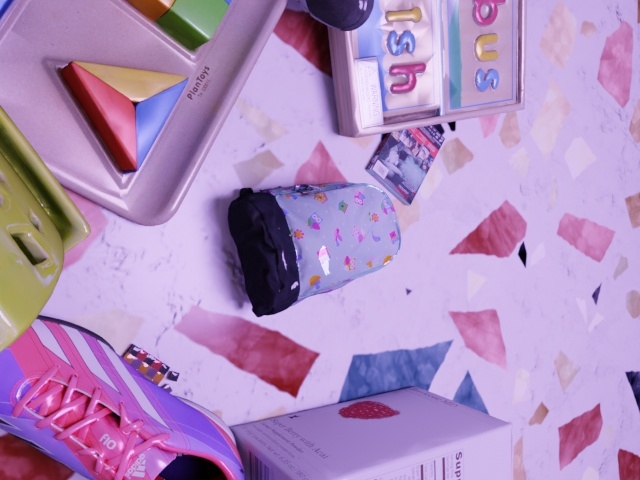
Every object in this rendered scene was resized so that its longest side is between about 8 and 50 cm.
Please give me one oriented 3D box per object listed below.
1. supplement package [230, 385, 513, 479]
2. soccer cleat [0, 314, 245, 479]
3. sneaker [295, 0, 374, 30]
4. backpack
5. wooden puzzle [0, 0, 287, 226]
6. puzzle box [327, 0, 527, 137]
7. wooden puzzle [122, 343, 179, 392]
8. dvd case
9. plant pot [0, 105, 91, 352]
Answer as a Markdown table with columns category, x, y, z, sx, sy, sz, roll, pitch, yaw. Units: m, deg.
| category | x | y | z | sx | sy | sz | roll | pitch | yaw |
| --- | --- | --- | --- | --- | --- | --- | --- | --- | --- |
| supplement package | 0.061 | 0.299 | 0.621 | 0.293 | 0.178 | 0.175 | -1 | 92 | -32 |
| soccer cleat | -0.195 | 0.170 | 0.485 | 0.318 | 0.116 | 0.108 | 41 | 82 | -27 |
| sneaker | -0.050 | -0.304 | 0.539 | 0.228 | 0.086 | 0.132 | 51 | 38 | 2 |
| backpack | 0.000 | 0.000 | 0.608 | 0.182 | 0.115 | 0.151 | -15 | 97 | -33 |
| wooden puzzle | -0.220 | -0.226 | 0.481 | 0.348 | 0.081 | 0.322 | 31 | 76 | -29 |
| puzzle box | 0.134 | -0.347 | 0.644 | 0.272 | 0.052 | 0.408 | -14 | 110 | -20 |
| wooden puzzle | -0.193 | 0.143 | 0.557 | 0.083 | 0.006 | 0.049 | 43 | 71 | -26 |
| dvd case | 0.121 | -0.122 | 0.737 | 0.087 | 0.013 | 0.119 | 37 | 72 | -28 |
| plant pot | -0.304 | -0.013 | 0.333 | 0.228 | 0.207 | 0.227 | -31 | 108 | 5 |
